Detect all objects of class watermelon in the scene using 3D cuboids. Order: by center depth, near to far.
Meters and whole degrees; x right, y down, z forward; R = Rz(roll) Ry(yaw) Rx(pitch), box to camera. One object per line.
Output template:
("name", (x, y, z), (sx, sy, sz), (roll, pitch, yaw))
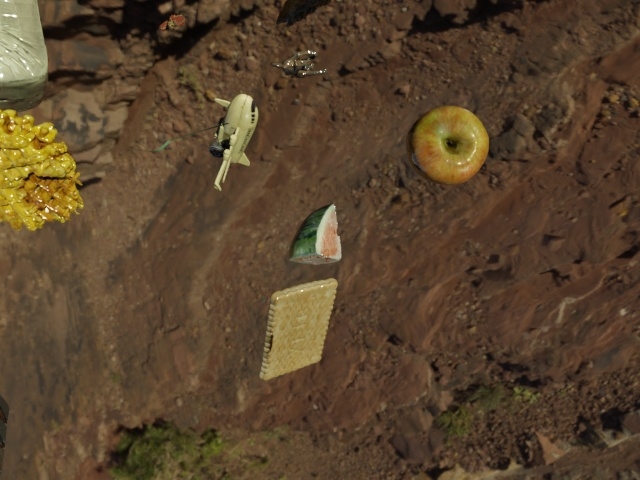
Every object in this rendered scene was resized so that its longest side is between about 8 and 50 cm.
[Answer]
("watermelon", (0.000, 0.000, 2.174), (0.213, 0.201, 0.261), (-19, 42, 49))

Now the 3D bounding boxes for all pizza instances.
("pizza", (-0.032, -0.583, 1.295), (0.199, 0.062, 0.188), (-35, 50, 36))

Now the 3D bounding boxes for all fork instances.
("fork", (-0.284, -0.198, 1.071), (0.235, 0.039, 0.021), (-9, 96, 20))

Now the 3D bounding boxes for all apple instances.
("apple", (0.404, -0.302, 1.749), (0.264, 0.264, 0.264), (7, 99, 47))

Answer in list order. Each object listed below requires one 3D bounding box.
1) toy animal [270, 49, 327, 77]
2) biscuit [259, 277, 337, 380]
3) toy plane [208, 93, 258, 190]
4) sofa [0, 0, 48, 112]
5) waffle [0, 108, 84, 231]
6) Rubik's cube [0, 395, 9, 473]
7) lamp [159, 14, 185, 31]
("toy animal", (-0.074, -0.622, 1.954), (0.148, 0.233, 0.084), (-17, 92, 33))
("biscuit", (-0.068, 0.253, 1.539), (0.044, 0.217, 0.324), (44, 135, 41))
("toy plane", (-0.180, -0.225, 1.125), (0.244, 0.093, 0.228), (111, 175, -63))
("sofa", (-0.598, -0.355, 0.960), (0.210, 0.176, 0.225), (-6, 94, 59))
("waffle", (-0.448, -0.100, 0.792), (0.070, 0.197, 0.193), (-77, -1, -50))
("Rubik's cube", (-0.582, 0.287, 0.883), (0.234, 0.284, 0.249), (26, 105, 28))
("lamp", (-0.390, -0.583, 1.444), (0.083, 0.063, 0.031), (12, 145, 48))
